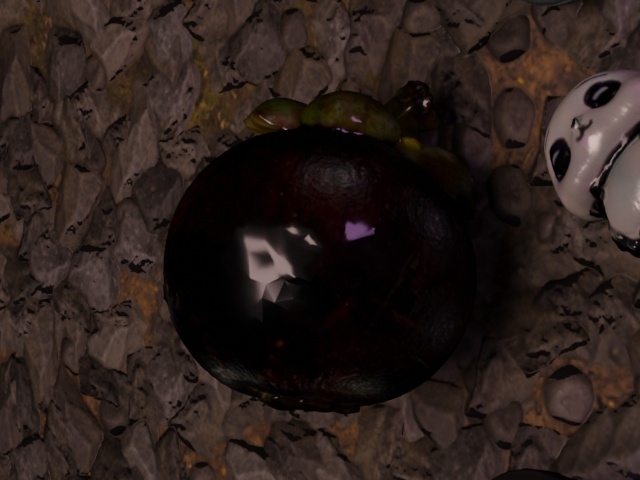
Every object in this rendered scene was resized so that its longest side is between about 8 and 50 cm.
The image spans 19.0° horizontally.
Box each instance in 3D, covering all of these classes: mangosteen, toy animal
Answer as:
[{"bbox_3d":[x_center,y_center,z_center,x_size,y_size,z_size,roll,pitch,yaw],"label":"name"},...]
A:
[{"bbox_3d":[-0.001,0.013,1.849,0.330,0.330,0.330,3,95,47],"label":"mangosteen"},{"bbox_3d":[0.270,-0.061,1.662,0.179,0.138,0.166,47,108,29],"label":"toy animal"}]

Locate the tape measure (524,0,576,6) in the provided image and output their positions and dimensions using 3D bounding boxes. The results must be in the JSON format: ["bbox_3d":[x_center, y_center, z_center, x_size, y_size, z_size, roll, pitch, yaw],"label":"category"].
[{"bbox_3d":[0.257,-0.238,1.704,0.330,0.084,0.164,54,130,32],"label":"tape measure"}]

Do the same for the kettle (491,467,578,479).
[{"bbox_3d":[0.210,0.350,1.677,0.250,0.207,0.271,-58,31,-6],"label":"kettle"}]
